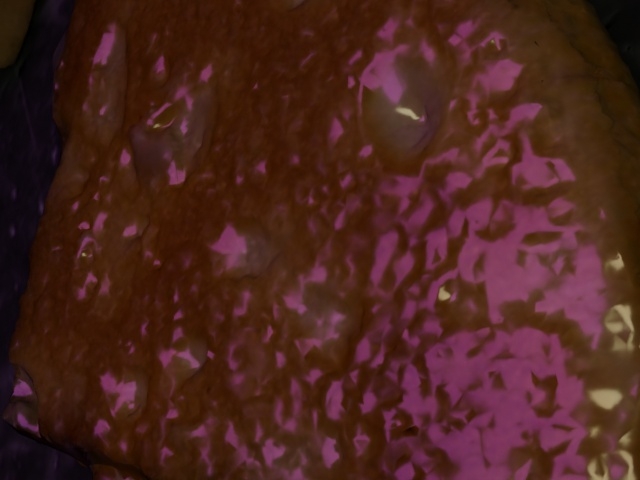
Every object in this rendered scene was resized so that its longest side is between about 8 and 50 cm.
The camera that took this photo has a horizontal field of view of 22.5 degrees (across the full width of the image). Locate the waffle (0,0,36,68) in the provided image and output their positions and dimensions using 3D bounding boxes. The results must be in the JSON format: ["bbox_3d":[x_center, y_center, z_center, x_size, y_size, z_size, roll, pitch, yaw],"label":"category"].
[{"bbox_3d":[-0.226,-0.284,1.012,0.304,0.077,0.348,30,103,51],"label":"waffle"}]

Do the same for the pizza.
[{"bbox_3d":[0.000,0.000,0.584,0.278,0.114,0.409,-55,46,21],"label":"pizza"}]
